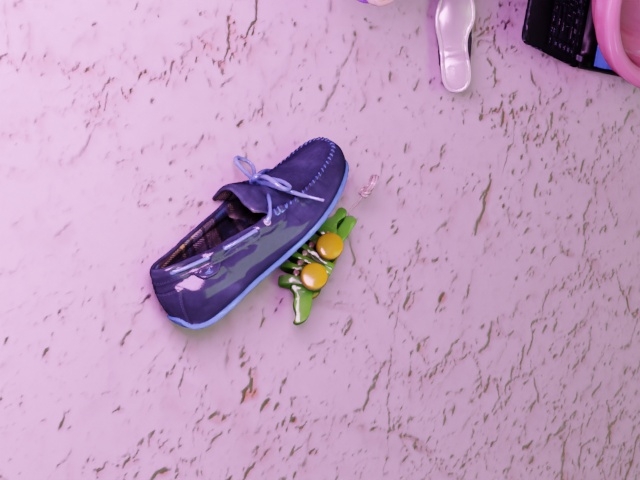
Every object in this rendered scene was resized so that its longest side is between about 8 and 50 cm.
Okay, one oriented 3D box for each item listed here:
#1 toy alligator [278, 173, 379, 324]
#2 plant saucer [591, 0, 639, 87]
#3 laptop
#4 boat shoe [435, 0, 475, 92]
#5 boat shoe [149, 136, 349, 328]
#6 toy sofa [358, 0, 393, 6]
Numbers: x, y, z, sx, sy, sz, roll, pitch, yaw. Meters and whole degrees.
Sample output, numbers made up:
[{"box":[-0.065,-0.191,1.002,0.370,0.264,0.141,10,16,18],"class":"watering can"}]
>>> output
[{"box":[0.000,0.000,1.934,0.051,0.056,0.189,28,74,-1],"class":"toy alligator"},{"box":[0.429,-0.335,2.083,0.332,0.084,0.332,-26,137,-27],"class":"plant saucer"},{"box":[0.368,-0.320,2.164,0.264,0.137,0.234,12,88,-60],"class":"laptop"},{"box":[0.152,-0.230,2.047,0.046,0.038,0.125,-5,97,-1],"class":"boat shoe"},{"box":[-0.067,-0.023,1.827,0.258,0.109,0.089,-51,124,-28],"class":"boat shoe"},{"box":[0.112,-0.363,1.909,0.363,0.150,0.177,-19,114,-40],"class":"toy sofa"}]
